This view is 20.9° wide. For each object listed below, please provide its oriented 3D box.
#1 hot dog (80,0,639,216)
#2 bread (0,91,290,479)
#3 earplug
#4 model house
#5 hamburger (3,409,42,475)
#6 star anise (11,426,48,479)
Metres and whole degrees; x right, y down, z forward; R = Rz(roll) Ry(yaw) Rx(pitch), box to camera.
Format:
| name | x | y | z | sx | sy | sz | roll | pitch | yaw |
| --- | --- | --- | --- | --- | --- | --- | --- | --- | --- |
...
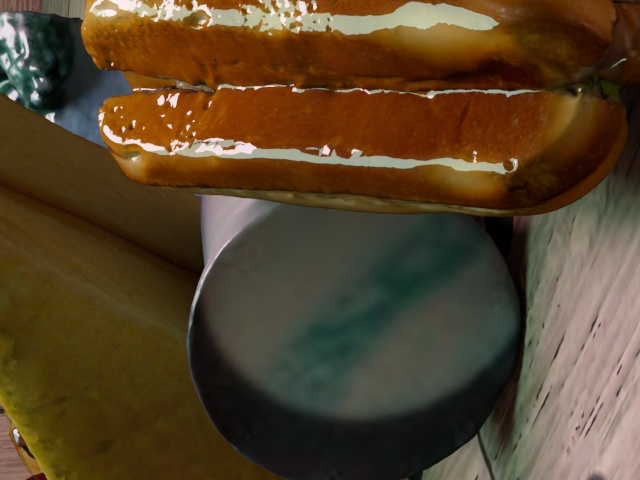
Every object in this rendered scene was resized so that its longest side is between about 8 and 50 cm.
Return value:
| name | x | y | z | sx | sy | sz | roll | pitch | yaw |
| --- | --- | --- | --- | --- | --- | --- | --- | --- | --- |
| hot dog | 0.021 | -0.082 | 0.859 | 0.337 | 0.100 | 0.135 | 4 | 109 | 38 |
| bread | -0.127 | 0.007 | 1.143 | 0.233 | 0.245 | 0.362 | -112 | -2 | -51 |
| earplug | 0.000 | 0.000 | 1.094 | 0.324 | 0.185 | 0.185 | -110 | 20 | -68 |
| model house | -0.173 | -0.007 | 1.514 | 0.295 | 0.251 | 0.329 | 162 | 110 | -76 |
| hamburger | -0.230 | 0.173 | 1.919 | 0.260 | 0.245 | 0.211 | 42 | 140 | 13 |
| star anise | -0.200 | 0.174 | 1.361 | 0.073 | 0.234 | 0.177 | 11 | 83 | 47 |
